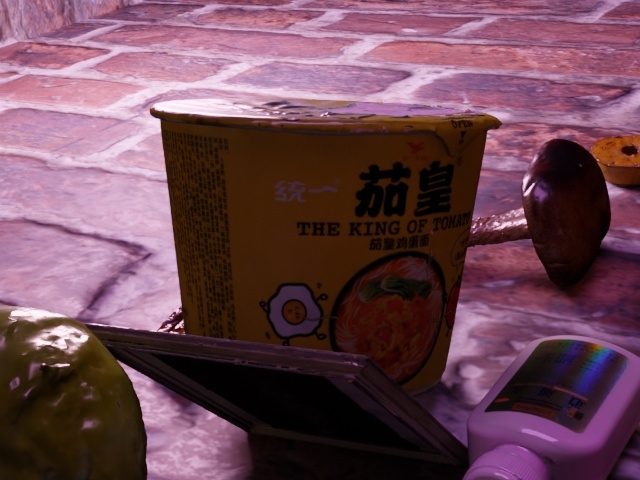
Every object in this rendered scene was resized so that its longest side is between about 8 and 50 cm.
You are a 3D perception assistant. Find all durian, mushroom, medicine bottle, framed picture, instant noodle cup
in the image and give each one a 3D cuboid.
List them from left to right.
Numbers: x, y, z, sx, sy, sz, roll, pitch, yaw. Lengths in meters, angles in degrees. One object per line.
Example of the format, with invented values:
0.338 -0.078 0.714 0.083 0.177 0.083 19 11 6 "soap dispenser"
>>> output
-0.227 0.170 0.808 0.204 0.340 0.256 -1 41 -38 "durian"
-0.021 0.129 0.886 0.231 0.293 0.018 4 70 25 "framed picture"
0.000 0.000 1.053 0.325 0.254 0.325 2 9 0 "instant noodle cup"
0.221 -0.025 1.317 0.217 0.148 0.227 -12 12 30 "mushroom"
0.187 0.158 0.925 0.115 0.078 0.219 10 28 30 "medicine bottle"

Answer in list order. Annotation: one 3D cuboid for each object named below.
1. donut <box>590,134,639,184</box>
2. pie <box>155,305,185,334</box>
0.418 -0.108 1.528 0.097 0.043 0.108 2 26 18 "donut"
-0.135 0.094 1.221 0.088 0.033 0.191 -3 28 29 "pie"
